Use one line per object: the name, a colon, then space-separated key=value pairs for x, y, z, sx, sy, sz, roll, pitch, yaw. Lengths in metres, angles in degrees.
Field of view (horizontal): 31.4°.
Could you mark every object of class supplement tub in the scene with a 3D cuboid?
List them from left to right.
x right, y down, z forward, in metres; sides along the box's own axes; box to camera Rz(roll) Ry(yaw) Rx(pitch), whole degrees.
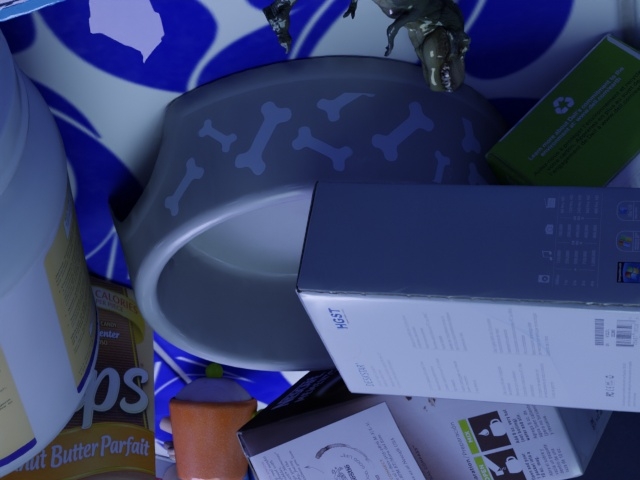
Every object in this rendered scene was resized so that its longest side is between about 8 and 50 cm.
supplement tub: x=-0.280 y=0.006 z=0.760 sx=0.240 sy=0.241 sz=0.331 roll=-3 pitch=148 yaw=-6

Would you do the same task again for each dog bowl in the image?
dog bowl: x=0.000 y=0.000 z=0.940 sx=0.348 sy=0.102 sz=0.349 roll=-6 pitch=149 yaw=-3

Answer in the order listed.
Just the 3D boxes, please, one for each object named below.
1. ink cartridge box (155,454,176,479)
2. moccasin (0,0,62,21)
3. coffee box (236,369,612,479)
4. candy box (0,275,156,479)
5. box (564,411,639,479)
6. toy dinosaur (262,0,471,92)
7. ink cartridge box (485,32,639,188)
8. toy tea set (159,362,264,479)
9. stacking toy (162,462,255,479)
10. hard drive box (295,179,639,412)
ink cartridge box: x=-0.255 y=0.412 z=1.391 sx=0.121 sy=0.289 sz=0.211 roll=-26 pitch=144 yaw=34
moccasin: x=-0.084 y=-0.231 z=0.543 sx=0.342 sy=0.138 sz=0.117 roll=-31 pitch=139 yaw=11
coffee box: x=0.098 y=0.159 z=1.036 sx=0.297 sy=0.119 sz=0.168 roll=-21 pitch=-174 yaw=28
candy box: x=-0.236 y=0.176 z=0.974 sx=0.087 sy=0.317 sz=0.183 roll=-30 pitch=142 yaw=36
box: x=0.334 y=0.252 z=1.215 sx=0.212 sy=0.294 sz=0.395 roll=-29 pitch=144 yaw=20
toy dinosaur: x=0.012 y=-0.173 z=0.697 sx=0.118 sy=0.064 sz=0.268 roll=-27 pitch=145 yaw=6
ink cartridge box: x=0.271 y=-0.086 z=0.873 sx=0.255 sy=0.097 sz=0.189 roll=-46 pitch=143 yaw=-2
toy tea set: x=-0.221 y=0.192 z=1.242 sx=0.335 sy=0.124 sz=0.200 roll=2 pitch=178 yaw=-21
stacking toy: x=-0.016 y=0.300 z=1.375 sx=0.330 sy=0.141 sz=0.141 roll=-15 pitch=149 yaw=-1
hard drive box: x=0.119 y=0.043 z=0.794 sx=0.232 sy=0.089 sz=0.181 roll=2 pitch=152 yaw=15
